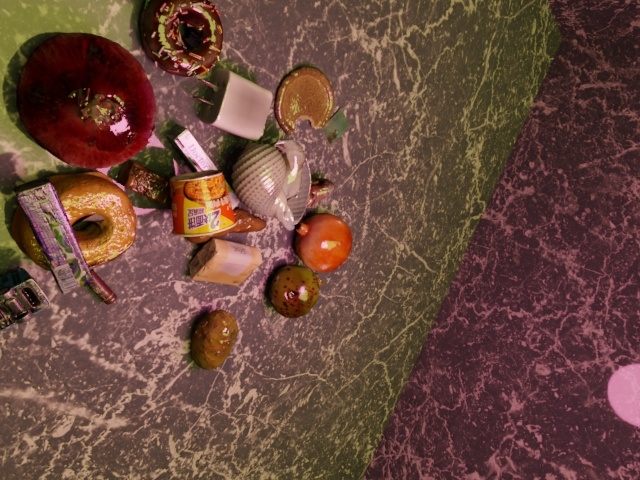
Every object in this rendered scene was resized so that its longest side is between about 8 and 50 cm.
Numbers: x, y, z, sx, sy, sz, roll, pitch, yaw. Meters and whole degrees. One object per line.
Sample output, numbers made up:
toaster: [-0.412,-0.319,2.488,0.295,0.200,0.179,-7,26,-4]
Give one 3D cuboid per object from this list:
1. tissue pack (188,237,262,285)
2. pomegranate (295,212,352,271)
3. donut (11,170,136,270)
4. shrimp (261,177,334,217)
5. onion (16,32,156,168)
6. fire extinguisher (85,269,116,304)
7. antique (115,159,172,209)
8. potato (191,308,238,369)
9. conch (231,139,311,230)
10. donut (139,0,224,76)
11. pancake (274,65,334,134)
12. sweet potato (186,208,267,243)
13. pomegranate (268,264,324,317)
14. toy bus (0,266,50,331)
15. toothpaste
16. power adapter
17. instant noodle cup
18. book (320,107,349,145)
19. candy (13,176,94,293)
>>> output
tissue pack: [-0.351,0.086,1.746,0.186,0.090,0.222,-41,143,26]
pomegranate: [0.000,0.000,2.000,0.270,0.229,0.252,26,97,-38]
donut: [-0.693,-0.048,1.350,0.317,0.150,0.299,-54,138,-12]
shrimp: [-0.091,-0.175,1.894,0.343,0.145,0.116,-23,138,-25]
onion: [-0.595,-0.354,1.214,0.347,0.285,0.348,-12,114,-29]
fire extinguisher: [-0.714,0.140,1.491,0.064,0.043,0.158,-16,129,10]
antique: [-0.503,-0.153,1.529,0.310,0.093,0.087,32,85,-46]
potato: [-0.420,0.391,1.815,0.141,0.176,0.298,8,126,-40]
conch: [-0.182,-0.209,1.699,0.303,0.215,0.319,-38,128,-44]
donut: [-0.406,-0.624,1.406,0.269,0.103,0.270,-19,120,-36]
pancake: [-0.058,-0.536,1.838,0.288,0.033,0.286,35,82,-47]
sweet potato: [-0.331,-0.066,1.743,0.341,0.092,0.114,-14,141,-40]
pomegranate: [-0.096,0.228,2.026,0.231,0.230,0.286,-63,152,-3]
toy bus: [-0.884,0.178,1.274,0.234,0.133,0.116,-31,128,-25]
toothpaste: [-0.396,-0.241,1.603,0.067,0.081,0.336,-47,134,-16]
power adapter: [-0.306,-0.460,1.564,0.255,0.124,0.187,12,98,-46]
instant noodle cup: [-0.375,-0.123,1.464,0.213,0.213,0.174,-19,111,-38]
book: [0.064,-0.481,1.993,0.135,0.017,0.103,-48,134,-17]
candy: [-0.688,-0.007,1.218,0.088,0.061,0.312,-25,126,-29]
